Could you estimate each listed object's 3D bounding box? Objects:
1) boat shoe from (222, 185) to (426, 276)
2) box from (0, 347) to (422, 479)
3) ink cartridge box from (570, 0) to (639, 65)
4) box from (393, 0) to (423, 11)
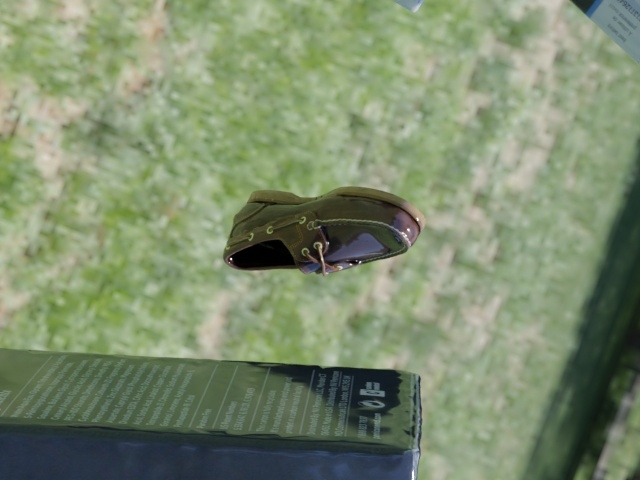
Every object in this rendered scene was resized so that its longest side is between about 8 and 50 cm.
[{"bbox_3d":[0.000,0.000,1.532,0.073,0.207,0.073,48,58,-31],"label":"boat shoe"},{"bbox_3d":[-0.134,0.242,1.218,0.212,0.395,0.294,-77,170,-80],"label":"box"},{"bbox_3d":[0.387,-0.234,1.908,0.072,0.303,0.307,-53,160,22],"label":"ink cartridge box"},{"bbox_3d":[0.069,-0.270,1.499,0.102,0.101,0.087,-63,-174,-26],"label":"box"}]
